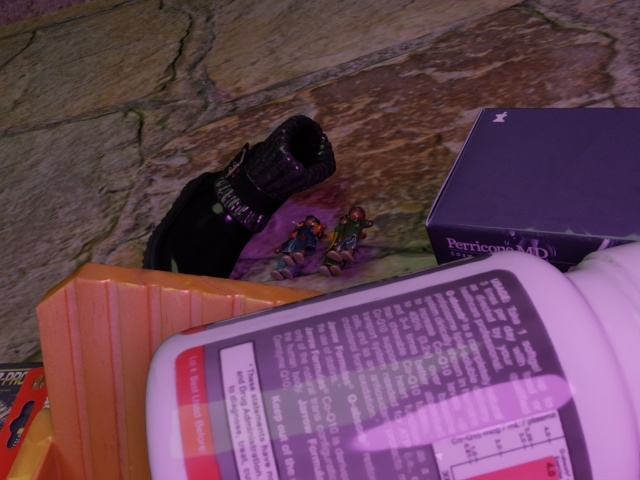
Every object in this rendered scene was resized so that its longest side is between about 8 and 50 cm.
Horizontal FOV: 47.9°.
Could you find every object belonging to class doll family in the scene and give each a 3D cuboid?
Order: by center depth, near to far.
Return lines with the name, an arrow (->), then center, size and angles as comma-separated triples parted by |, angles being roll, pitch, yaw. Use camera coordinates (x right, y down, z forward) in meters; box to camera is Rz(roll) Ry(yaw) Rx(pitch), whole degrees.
doll family -> 0.000, 0.000, 1.095 | 0.193, 0.076, 0.111 | -2, 49, 28

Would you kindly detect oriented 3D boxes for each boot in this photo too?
boot -> -0.117, -0.040, 1.101 | 0.260, 0.131, 0.348 | -23, 37, 27

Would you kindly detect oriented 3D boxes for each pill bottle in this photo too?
pill bottle -> 0.082, 0.125, 0.504 | 0.362, 0.210, 0.210 | -14, 40, -1

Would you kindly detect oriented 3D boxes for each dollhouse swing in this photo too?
dollhouse swing -> -0.129, 0.243, 0.632 | 0.346, 0.305, 0.315 | 8, 45, 2

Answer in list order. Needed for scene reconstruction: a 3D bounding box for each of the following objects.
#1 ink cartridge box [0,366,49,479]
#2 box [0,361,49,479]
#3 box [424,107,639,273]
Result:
ink cartridge box -> -0.306, 0.206, 0.891 | 0.232, 0.066, 0.189 | -6, 42, 12
box -> -0.349, 0.301, 0.919 | 0.394, 0.097, 0.318 | -6, 44, 20
box -> 0.316, 0.047, 0.699 | 0.343, 0.313, 0.179 | 6, 47, 32
